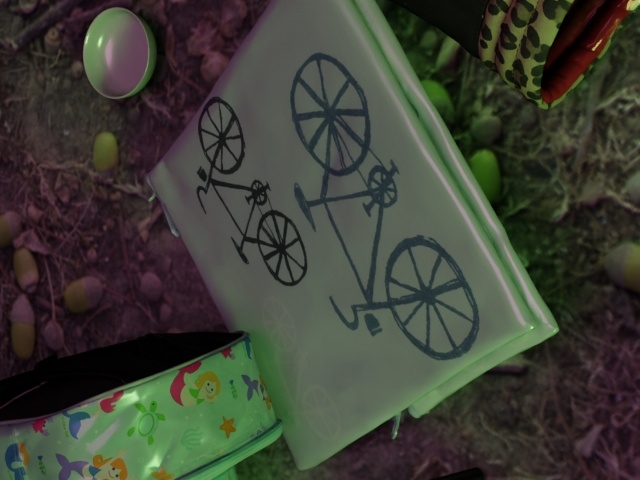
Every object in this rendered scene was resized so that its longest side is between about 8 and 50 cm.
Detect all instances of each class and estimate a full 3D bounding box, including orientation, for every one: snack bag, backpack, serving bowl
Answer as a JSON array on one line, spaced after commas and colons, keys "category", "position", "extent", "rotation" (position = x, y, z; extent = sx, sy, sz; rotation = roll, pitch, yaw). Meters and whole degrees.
[{"category": "snack bag", "position": [0.000, 0.000, 0.930], "extent": [0.323, 0.037, 0.342], "rotation": [61, 141, 13]}, {"category": "backpack", "position": [-0.161, 0.169, 0.984], "extent": [0.253, 0.225, 0.191], "rotation": [-23, 88, 37]}, {"category": "serving bowl", "position": [-0.180, -0.171, 1.091], "extent": [0.083, 0.027, 0.083], "rotation": [3, 95, 34]}]

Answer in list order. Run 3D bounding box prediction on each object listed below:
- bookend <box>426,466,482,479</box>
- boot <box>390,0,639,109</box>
[{"category": "bookend", "position": [0.139, 0.270, 0.863], "extent": [0.156, 0.072, 0.157], "rotation": [16, 103, 43]}, {"category": "boot", "position": [0.130, -0.302, 0.801], "extent": [0.284, 0.138, 0.377], "rotation": [42, 119, 26]}]
